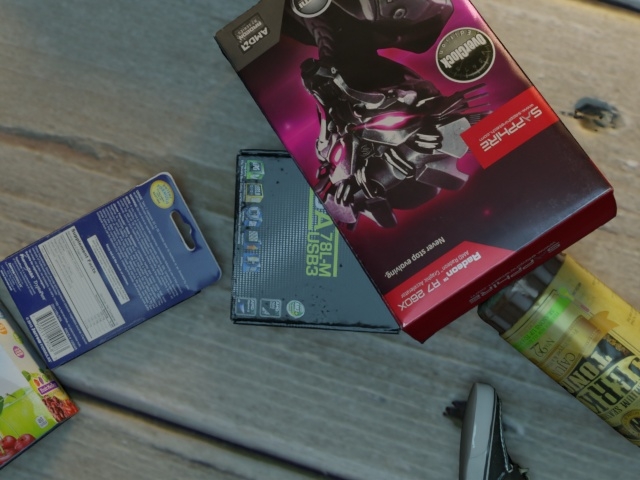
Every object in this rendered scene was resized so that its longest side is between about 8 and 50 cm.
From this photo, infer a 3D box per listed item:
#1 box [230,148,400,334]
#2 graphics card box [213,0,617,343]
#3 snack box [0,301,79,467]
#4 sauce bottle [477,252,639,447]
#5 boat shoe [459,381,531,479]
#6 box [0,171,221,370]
[{"bbox_3d":[0.000,0.000,1.091,0.184,0.045,0.190,4,94,9],"label":"box"},{"bbox_3d":[0.086,-0.117,0.999,0.233,0.094,0.371,-34,71,7],"label":"graphics card box"},{"bbox_3d":[-0.404,0.163,1.139,0.174,0.070,0.207,-37,87,8],"label":"snack box"},{"bbox_3d":[0.320,0.139,1.026,0.344,0.111,0.111,38,97,5],"label":"sauce bottle"},{"bbox_3d":[0.183,0.256,1.072,0.070,0.078,0.219,1,97,1],"label":"boat shoe"},{"bbox_3d":[-0.229,0.032,1.125,0.225,0.036,0.136,-27,90,9],"label":"box"}]
